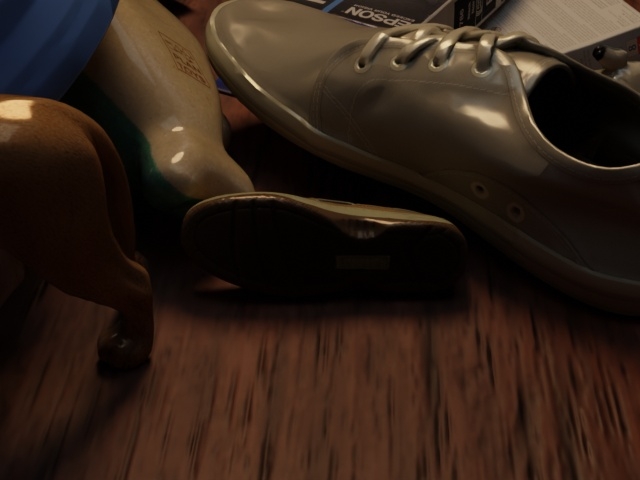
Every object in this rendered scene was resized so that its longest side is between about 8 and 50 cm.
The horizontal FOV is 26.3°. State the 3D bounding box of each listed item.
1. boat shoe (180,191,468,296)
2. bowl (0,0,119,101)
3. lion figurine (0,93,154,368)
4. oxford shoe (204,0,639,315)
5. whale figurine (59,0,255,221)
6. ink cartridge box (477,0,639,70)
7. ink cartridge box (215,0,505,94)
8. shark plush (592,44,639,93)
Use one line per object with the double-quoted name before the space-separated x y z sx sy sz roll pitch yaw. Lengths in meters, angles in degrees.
"boat shoe" 0.000 0.000 0.922 0.190 0.068 0.072 8 17 -9
"bowl" -0.318 -0.132 0.919 0.391 0.077 0.391 -18 41 16
"lion figurine" -0.227 0.000 0.707 0.142 0.240 0.392 29 39 27
"oxford shoe" 0.097 -0.103 0.997 0.449 0.130 0.169 32 40 32
"whale figurine" -0.151 -0.091 1.002 0.216 0.141 0.272 28 22 -54
"ink cartridge box" 0.202 -0.187 1.294 0.179 0.045 0.145 -22 35 -6
"ink cartridge box" 0.053 -0.218 1.257 0.165 0.065 0.332 18 41 24
"shark plush" 0.273 -0.138 1.185 0.161 0.073 0.067 -16 4 -21
